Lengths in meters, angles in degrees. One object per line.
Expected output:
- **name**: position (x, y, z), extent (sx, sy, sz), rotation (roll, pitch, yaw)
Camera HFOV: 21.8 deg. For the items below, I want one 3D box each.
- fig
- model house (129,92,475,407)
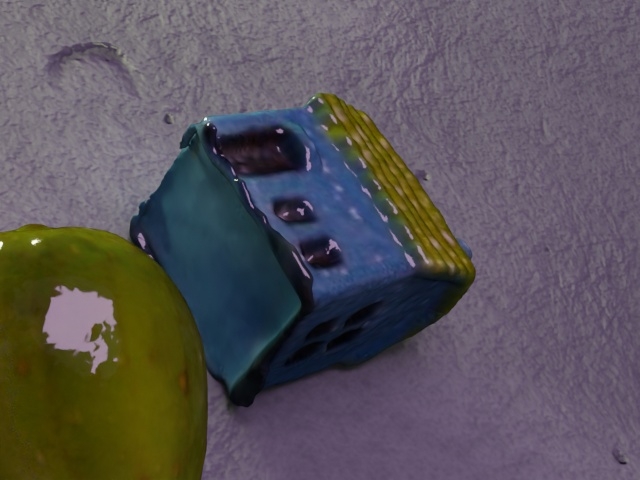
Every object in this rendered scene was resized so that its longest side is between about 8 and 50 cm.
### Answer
- **fig**: position (-0.215, 0.145, 1.404), extent (0.258, 0.258, 0.326), rotation (-14, 81, -36)
- **model house**: position (0.000, 0.000, 1.661), extent (0.303, 0.215, 0.237), rotation (-13, 61, -42)
